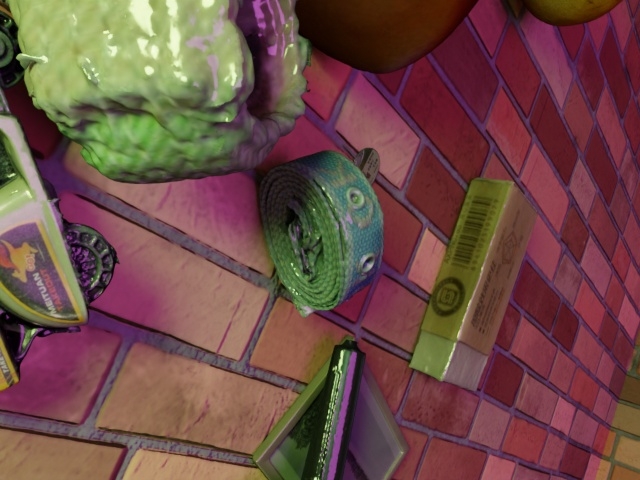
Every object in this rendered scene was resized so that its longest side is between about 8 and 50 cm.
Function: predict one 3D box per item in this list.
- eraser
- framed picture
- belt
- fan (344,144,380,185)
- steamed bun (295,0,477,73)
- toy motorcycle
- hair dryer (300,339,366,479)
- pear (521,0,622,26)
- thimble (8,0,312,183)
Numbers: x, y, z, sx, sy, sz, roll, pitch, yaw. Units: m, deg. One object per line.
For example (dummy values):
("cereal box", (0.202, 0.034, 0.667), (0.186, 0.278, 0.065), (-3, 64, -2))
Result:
("eraser", (0.264, 0.076, 0.980), (0.144, 0.078, 0.343), (30, 78, -47))
("framed picture", (0.031, 0.304, 0.829), (0.213, 0.016, 0.289), (-47, 130, -29))
("belt", (-0.002, -0.008, 0.623), (0.082, 0.148, 0.162), (-28, 91, -37))
("fan", (0.053, -0.093, 0.760), (0.080, 0.003, 0.060), (-3, 101, -48))
("steamed bun", (0.057, -0.352, 0.515), (0.235, 0.248, 0.379), (-55, 133, -23))
("toy motorcycle", (-0.241, -0.027, 0.393), (0.157, 0.091, 0.262), (-29, 120, -36))
("hair dryer", (0.037, 0.288, 0.754), (0.244, 0.116, 0.302), (29, 72, -50))
("pear", (0.413, -0.451, 0.919), (0.209, 0.209, 0.208), (-15, 111, -45))
("thimble", (-0.101, -0.148, 0.417), (0.219, 0.150, 0.218), (-4, 90, -75))
